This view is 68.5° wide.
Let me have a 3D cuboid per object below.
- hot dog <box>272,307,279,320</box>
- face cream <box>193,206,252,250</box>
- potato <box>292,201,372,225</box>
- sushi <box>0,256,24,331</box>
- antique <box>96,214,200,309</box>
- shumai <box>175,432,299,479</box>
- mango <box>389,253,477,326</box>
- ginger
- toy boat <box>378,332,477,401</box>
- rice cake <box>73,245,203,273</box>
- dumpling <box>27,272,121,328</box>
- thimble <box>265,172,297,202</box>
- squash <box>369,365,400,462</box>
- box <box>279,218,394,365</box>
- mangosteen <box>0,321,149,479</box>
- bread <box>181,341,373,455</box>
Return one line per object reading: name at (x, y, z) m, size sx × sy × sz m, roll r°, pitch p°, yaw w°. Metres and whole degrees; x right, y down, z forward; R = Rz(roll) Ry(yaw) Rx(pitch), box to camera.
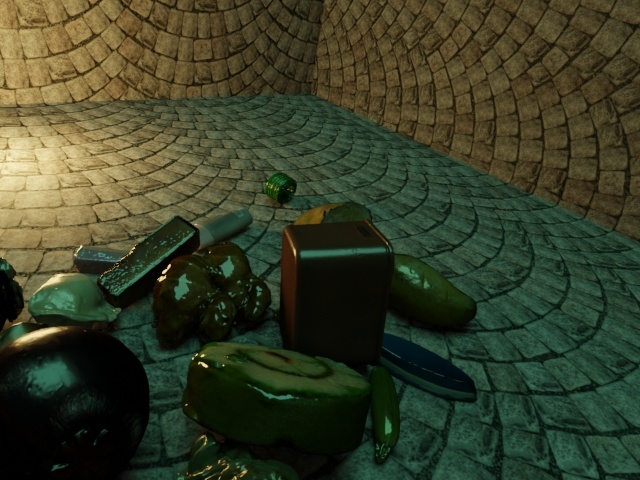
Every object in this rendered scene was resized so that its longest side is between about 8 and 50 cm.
hot dog at (-0.080, 0.208, 1.345) m, size 0.122 × 0.037 × 0.049 m, roll -7°, pitch 45°, yaw -18°
face cream at (-0.357, -0.046, 1.646) m, size 0.107 × 0.073 × 0.269 m, roll 21°, pitch 31°, yaw 26°
potato at (0.000, 0.000, 1.552) m, size 0.237 × 0.301 × 0.288 m, roll 13°, pitch -11°, yaw 46°
sushi at (-0.789, 0.116, 1.080) m, size 0.225 × 0.238 × 0.219 m, roll 27°, pitch 26°, yaw -3°
antique at (-0.480, 0.059, 1.327) m, size 0.093 × 0.087 × 0.310 m, roll 32°, pitch 52°, yaw 14°
shumai at (-0.157, 0.453, 0.801) m, size 0.255 × 0.189 × 0.218 m, roll -18°, pitch 20°, yaw -16°
mango at (0.308, 0.161, 1.439) m, size 0.329 × 0.175 × 0.176 m, roll 39°, pitch 78°, yaw 15°
ginger at (-0.298, 0.150, 1.270) m, size 0.357 × 0.152 × 0.274 m, roll -24°, pitch 64°, yaw -44°
toy boat at (0.267, 0.329, 1.220) m, size 0.299 × 0.062 × 0.096 m, roll 23°, pitch 32°, yaw 20°
rice cake at (-0.534, 0.068, 1.404) m, size 0.398 × 0.064 × 0.070 m, roll 5°, pitch 40°, yaw -11°
dumpling at (-0.590, 0.162, 1.148) m, size 0.193 × 0.147 × 0.258 m, roll 23°, pitch 1°, yaw 3°
thimble at (-0.163, -0.220, 1.966) m, size 0.090 × 0.118 × 0.130 m, roll 30°, pitch 53°, yaw 23°
squash at (0.148, 0.386, 1.082) m, size 0.066 × 0.066 × 0.252 m, roll 9°, pitch 31°, yaw -4°
box at (0.025, 0.134, 1.188) m, size 0.229 × 0.340 × 0.239 m, roll -2°, pitch 22°, yaw -13°
mangosteen at (-0.472, 0.293, 0.822) m, size 0.346 × 0.307 × 0.306 m, roll 14°, pitch 25°, yaw 41°
bread at (-0.077, 0.303, 0.959) m, size 0.366 × 0.129 × 0.381 m, roll 9°, pitch -4°, yaw 44°
